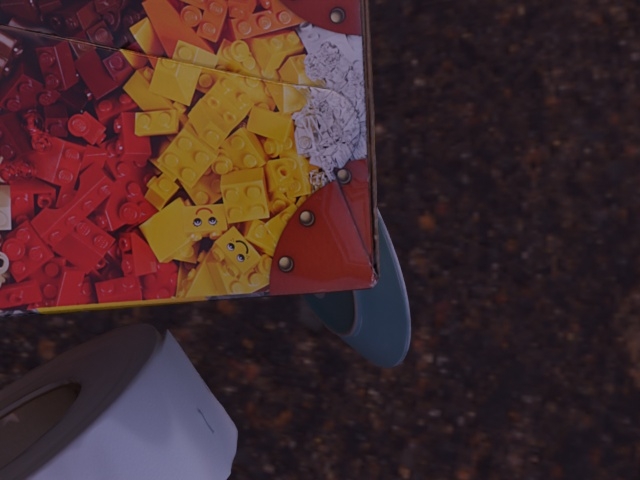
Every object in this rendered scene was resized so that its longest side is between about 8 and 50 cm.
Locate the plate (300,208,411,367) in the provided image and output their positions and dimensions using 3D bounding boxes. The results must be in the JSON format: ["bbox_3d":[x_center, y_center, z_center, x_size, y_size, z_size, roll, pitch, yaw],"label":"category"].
[{"bbox_3d":[0.000,0.000,1.017,0.024,0.188,0.188,-25,103,-19],"label":"plate"}]

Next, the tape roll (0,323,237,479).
[{"bbox_3d":[-0.200,0.178,1.089,0.286,0.286,0.100,-39,104,-26],"label":"tape roll"}]

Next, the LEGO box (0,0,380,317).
[{"bbox_3d":[-0.220,-0.063,0.970,0.372,0.500,0.193,-4,93,-17],"label":"LEGO box"}]
